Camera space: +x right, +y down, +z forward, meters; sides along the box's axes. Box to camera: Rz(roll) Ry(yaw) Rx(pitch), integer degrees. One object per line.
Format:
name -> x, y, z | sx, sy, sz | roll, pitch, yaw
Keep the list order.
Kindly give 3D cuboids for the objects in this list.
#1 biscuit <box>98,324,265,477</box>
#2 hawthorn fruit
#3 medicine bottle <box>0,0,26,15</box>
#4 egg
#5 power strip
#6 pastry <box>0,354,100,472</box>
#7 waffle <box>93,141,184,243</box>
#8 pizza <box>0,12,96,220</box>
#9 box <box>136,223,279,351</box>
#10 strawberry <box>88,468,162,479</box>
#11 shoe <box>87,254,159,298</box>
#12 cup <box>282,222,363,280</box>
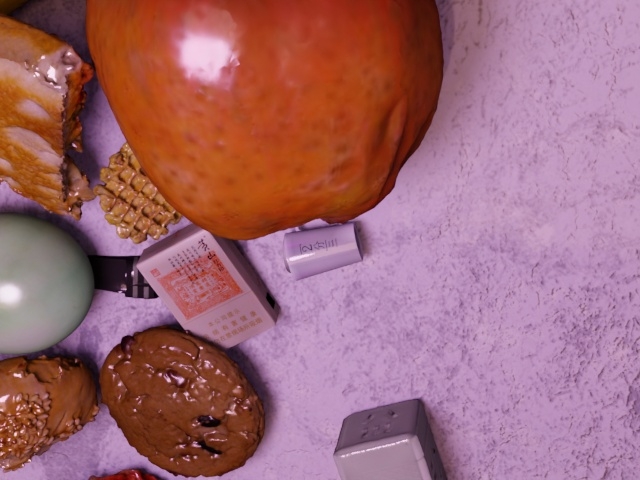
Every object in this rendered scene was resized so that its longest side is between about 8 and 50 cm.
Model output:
biscuit -> -0.228, 0.272, 1.631 | 0.296, 0.075, 0.295 | 9, 123, 13
hawthorn fruit -> -0.058, -0.228, 1.306 | 0.472, 0.472, 0.471 | 3, 108, 9
medicine bottle -> -0.459, -0.382, 1.496 | 0.261, 0.064, 0.094 | -6, 109, 12
egg -> -0.486, 0.066, 1.563 | 0.270, 0.220, 0.220 | 3, 108, 11
power strip -> 0.123, 0.390, 1.608 | 0.139, 0.140, 0.224 | -16, 104, 13
pastry -> -0.510, 0.289, 1.626 | 0.311, 0.255, 0.161 | -23, 71, 31
waffle -> -0.254, -0.086, 1.517 | 0.038, 0.191, 0.191 | 23, 117, 46
pizza -> -0.448, -0.181, 1.417 | 0.440, 0.130, 0.406 | 11, 151, 25
box -> -0.174, 0.074, 1.581 | 0.141, 0.058, 0.201 | -26, 112, 16
strawberry -> -0.322, 0.551, 1.674 | 0.265, 0.149, 0.336 | -44, 71, 16
shoe -> -0.315, 0.062, 1.624 | 0.179, 0.049, 0.071 | 5, 109, 8
cup -> 0.000, 0.000, 1.547 | 0.116, 0.074, 0.104 | -14, 76, 10
